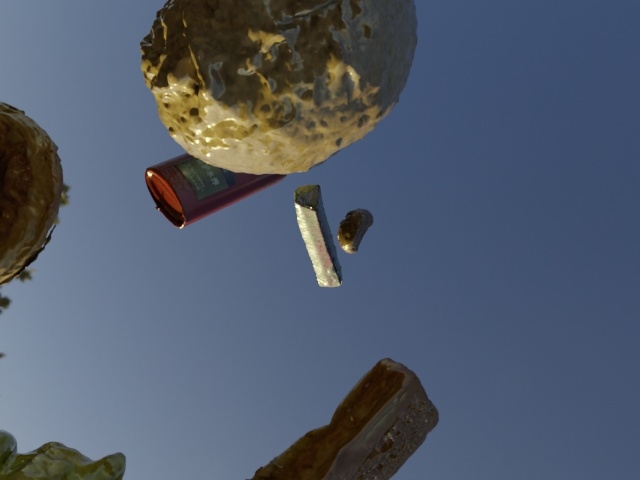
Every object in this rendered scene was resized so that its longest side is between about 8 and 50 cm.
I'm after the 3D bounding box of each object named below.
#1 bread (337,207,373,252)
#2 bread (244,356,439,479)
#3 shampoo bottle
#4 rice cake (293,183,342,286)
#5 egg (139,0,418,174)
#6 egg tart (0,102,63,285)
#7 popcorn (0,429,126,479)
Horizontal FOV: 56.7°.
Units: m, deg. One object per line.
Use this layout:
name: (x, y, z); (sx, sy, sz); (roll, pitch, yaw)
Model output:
bread: (0.079, -0.030, 1.422); (0.060, 0.082, 0.113); (27, -104, 24)
bread: (0.013, 0.253, 0.683); (0.271, 0.139, 0.077); (-42, -139, -8)
shampoo bottle: (-0.154, -0.129, 1.062); (0.118, 0.314, 0.076); (51, -39, 12)
rice cake: (-0.001, 0.000, 0.729); (0.033, 0.208, 0.033); (-3, -123, 9)
egg: (-0.033, -0.207, 0.623); (0.279, 0.279, 0.310); (17, -124, 42)
egg tart: (-0.749, -0.089, 1.312); (0.442, 0.178, 0.444); (-2, -102, 10)
popcorn: (-0.271, 0.270, 0.497); (0.216, 0.181, 0.235); (21, -109, 16)
